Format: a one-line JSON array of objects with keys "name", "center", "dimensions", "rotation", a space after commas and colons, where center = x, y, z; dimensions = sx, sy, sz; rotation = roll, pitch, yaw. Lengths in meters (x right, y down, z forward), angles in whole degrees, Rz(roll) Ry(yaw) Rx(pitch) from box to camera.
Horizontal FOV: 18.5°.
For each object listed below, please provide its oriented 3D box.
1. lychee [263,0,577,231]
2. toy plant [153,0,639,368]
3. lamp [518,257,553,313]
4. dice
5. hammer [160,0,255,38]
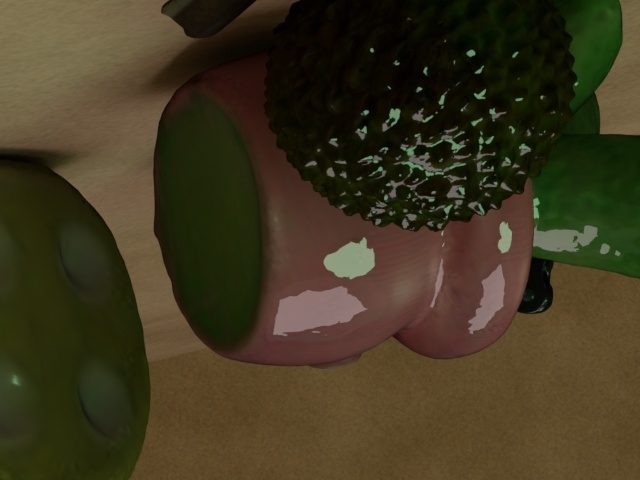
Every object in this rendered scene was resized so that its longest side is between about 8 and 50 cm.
[{"name": "lychee", "center": [0.048, -0.076, 0.985], "dimensions": [0.171, 0.171, 0.171], "rotation": [-14, 173, -2]}, {"name": "toy plant", "center": [0.074, -0.047, 1.226], "dimensions": [0.356, 0.211, 0.317], "rotation": [-15, -153, -22]}, {"name": "lamp", "center": [0.111, -0.013, 1.598], "dimensions": [0.227, 0.172, 0.147], "rotation": [-15, 171, 19]}, {"name": "dice", "center": [-0.269, 0.084, 1.320], "dimensions": [0.227, 0.238, 0.233], "rotation": [-18, 173, 31]}, {"name": "hammer", "center": [-0.006, -0.147, 0.895], "dimensions": [0.125, 0.027, 0.297], "rotation": [-5, 169, -29]}]
